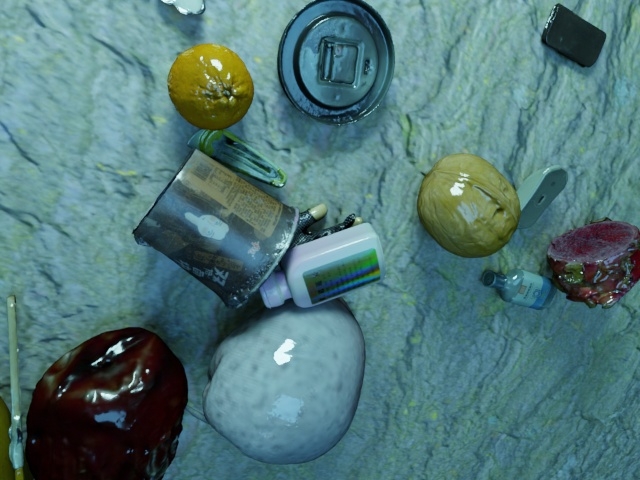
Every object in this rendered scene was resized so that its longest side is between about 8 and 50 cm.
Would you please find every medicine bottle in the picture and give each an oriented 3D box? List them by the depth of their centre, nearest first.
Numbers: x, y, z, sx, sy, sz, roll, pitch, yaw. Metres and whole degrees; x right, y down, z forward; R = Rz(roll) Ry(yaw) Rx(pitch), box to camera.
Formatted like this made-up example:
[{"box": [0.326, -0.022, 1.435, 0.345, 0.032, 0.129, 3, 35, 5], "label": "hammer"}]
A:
[{"box": [0.001, 0.054, 0.770, 0.219, 0.078, 0.115, -19, 132, -5], "label": "medicine bottle"}, {"box": [0.501, 0.118, 1.111, 0.209, 0.053, 0.090, 15, 105, -23], "label": "medicine bottle"}]

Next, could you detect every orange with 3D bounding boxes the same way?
[{"box": [-0.173, -0.243, 0.705, 0.136, 0.117, 0.135, -5, 105, -17], "label": "orange"}]

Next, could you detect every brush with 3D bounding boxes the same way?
[{"box": [-0.513, 0.259, 0.740, 0.020, 0.085, 0.336, -2, 77, -36], "label": "brush"}]

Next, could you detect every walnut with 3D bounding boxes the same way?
[{"box": [0.301, -0.069, 0.901, 0.193, 0.193, 0.225, -42, 115, 1], "label": "walnut"}]

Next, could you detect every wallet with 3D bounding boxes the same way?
[{"box": [0.533, -0.426, 0.927, 0.157, 0.018, 0.082, 13, 105, -23], "label": "wallet"}]

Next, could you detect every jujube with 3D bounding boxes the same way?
[{"box": [-0.383, 0.340, 0.799, 0.259, 0.258, 0.376, 10, 105, -22], "label": "jujube"}]

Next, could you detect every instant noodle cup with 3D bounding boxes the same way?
[{"box": [-0.178, -0.026, 0.746, 0.207, 0.217, 0.217, 37, 96, -20], "label": "instant noodle cup"}]

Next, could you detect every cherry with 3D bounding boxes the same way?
[{"box": [-0.065, 0.254, 0.843, 0.326, 0.291, 0.334, 2, 114, -53], "label": "cherry"}]

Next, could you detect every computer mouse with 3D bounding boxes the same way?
[{"box": [0.489, -0.097, 1.022, 0.089, 0.056, 0.181, 23, 108, -26], "label": "computer mouse"}]

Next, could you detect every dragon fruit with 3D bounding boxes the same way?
[{"box": [0.647, 0.066, 1.050, 0.282, 0.211, 0.147, -40, 111, -34], "label": "dragon fruit"}]

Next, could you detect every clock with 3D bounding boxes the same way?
[{"box": [0.028, -0.315, 0.786, 0.215, 0.042, 0.214, -6, 112, -16], "label": "clock"}]

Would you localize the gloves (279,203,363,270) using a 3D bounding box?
[{"box": [0.001, 0.003, 0.865, 0.181, 0.129, 0.106, -16, 124, -6], "label": "gloves"}]

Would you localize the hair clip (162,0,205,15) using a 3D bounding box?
[{"box": [-0.238, -0.423, 0.651, 0.172, 0.049, 0.116, 21, 107, -27], "label": "hair clip"}]

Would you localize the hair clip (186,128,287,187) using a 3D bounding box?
[{"box": [-0.142, -0.151, 0.798, 0.188, 0.033, 0.060, 27, 98, -23], "label": "hair clip"}]

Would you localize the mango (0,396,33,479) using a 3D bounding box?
[{"box": [-0.648, 0.362, 0.730, 0.264, 0.221, 0.377, -27, 126, -14], "label": "mango"}]
